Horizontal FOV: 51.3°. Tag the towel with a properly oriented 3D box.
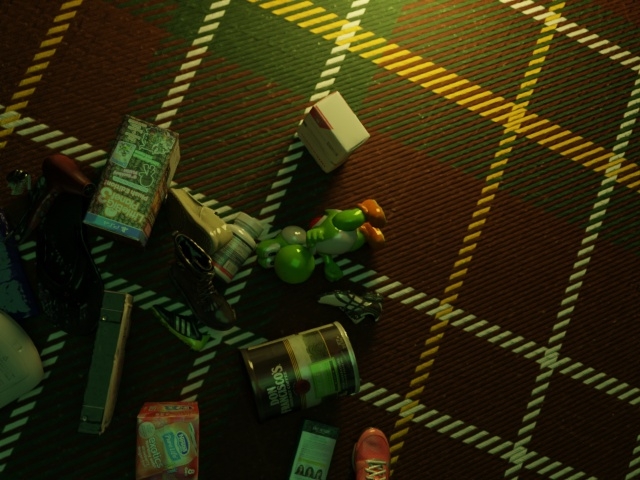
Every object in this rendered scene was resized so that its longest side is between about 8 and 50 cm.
[{"bbox_3d":[-0.878,0.091,1.706,0.228,0.076,0.308,-19,86,-20],"label":"towel"}]

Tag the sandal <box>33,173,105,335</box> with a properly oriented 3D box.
[{"bbox_3d":[-0.673,0.031,1.720,0.168,0.107,0.445,-13,83,-1],"label":"sandal"}]

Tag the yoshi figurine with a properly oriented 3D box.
[{"bbox_3d":[0.010,0.024,1.833,0.362,0.203,0.203,-18,93,-10],"label":"yoshi figurine"}]

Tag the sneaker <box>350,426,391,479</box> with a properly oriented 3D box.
[{"bbox_3d":[0.149,0.669,1.802,0.116,0.136,0.313,7,81,-12],"label":"sneaker"}]

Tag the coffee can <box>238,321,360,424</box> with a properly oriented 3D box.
[{"bbox_3d":[-0.058,0.347,1.769,0.276,0.201,0.201,-15,86,-13],"label":"coffee can"}]

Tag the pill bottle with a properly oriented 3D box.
[{"bbox_3d":[-0.241,0.017,1.822,0.108,0.108,0.180,37,77,-5],"label":"pill bottle"}]

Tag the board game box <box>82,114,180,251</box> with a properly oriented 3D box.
[{"bbox_3d":[-0.480,-0.140,1.731,0.141,0.232,0.290,19,79,-8],"label":"board game box"}]

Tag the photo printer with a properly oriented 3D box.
[{"bbox_3d":[-0.855,0.313,1.616,0.308,0.107,0.256,-32,120,-13],"label":"photo printer"}]

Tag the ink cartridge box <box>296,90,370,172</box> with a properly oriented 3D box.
[{"bbox_3d":[0.030,-0.297,1.861,0.092,0.218,0.158,-36,91,-19],"label":"ink cartridge box"}]

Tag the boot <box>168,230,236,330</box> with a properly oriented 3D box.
[{"bbox_3d":[-0.304,0.112,1.723,0.263,0.229,0.091,45,63,3],"label":"boot"}]

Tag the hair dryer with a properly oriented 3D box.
[{"bbox_3d":[-0.678,-0.108,1.683,0.294,0.080,0.223,-17,70,26],"label":"hair dryer"}]

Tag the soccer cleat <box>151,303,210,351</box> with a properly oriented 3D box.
[{"bbox_3d":[-0.377,0.225,1.798,0.179,0.060,0.072,43,66,-9],"label":"soccer cleat"}]

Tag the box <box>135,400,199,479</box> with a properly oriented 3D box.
[{"bbox_3d":[-0.372,0.487,1.635,0.142,0.300,0.154,2,82,-11],"label":"box"}]

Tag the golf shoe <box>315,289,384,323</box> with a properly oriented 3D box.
[{"bbox_3d":[0.082,0.188,1.882,0.198,0.077,0.093,5,82,-10],"label":"golf shoe"}]

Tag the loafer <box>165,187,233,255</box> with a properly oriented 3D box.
[{"bbox_3d":[-0.327,-0.052,1.783,0.092,0.101,0.268,-11,43,-39],"label":"loafer"}]

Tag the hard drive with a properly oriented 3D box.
[{"bbox_3d":[-0.530,0.298,1.662,0.064,0.237,0.338,9,80,-11],"label":"hard drive"}]

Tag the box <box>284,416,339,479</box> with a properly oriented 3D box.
[{"bbox_3d":[-0.033,0.616,1.811,0.101,0.060,0.244,18,80,-9],"label":"box"}]
